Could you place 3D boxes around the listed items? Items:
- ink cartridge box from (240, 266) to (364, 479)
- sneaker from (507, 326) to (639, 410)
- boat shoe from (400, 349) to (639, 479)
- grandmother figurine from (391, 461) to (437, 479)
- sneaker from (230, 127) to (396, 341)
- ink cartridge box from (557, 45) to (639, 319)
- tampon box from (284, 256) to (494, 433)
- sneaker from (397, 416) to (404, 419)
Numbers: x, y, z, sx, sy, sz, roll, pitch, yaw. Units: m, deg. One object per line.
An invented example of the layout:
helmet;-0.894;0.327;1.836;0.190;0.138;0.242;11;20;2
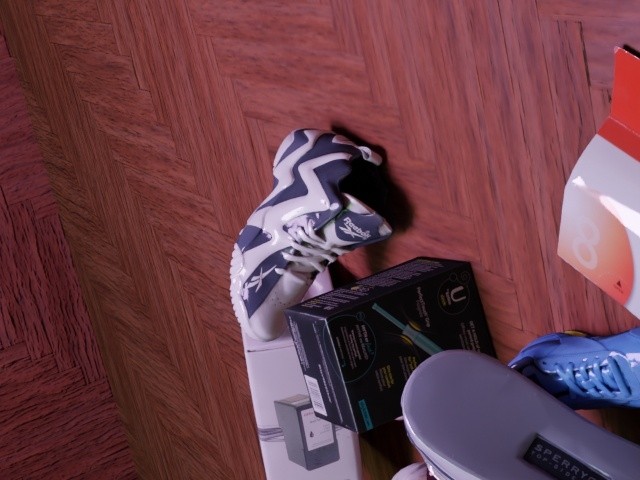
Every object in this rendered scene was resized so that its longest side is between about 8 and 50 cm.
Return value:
ink cartridge box;-0.024;0.176;1.487;0.198;0.115;0.272;-106;7;-60
sneaker;0.219;0.110;1.003;0.209;0.082;0.069;-12;96;66
boat shoe;0.217;0.239;1.003;0.367;0.136;0.156;32;159;21
grandmother figurine;0.161;0.263;1.247;0.342;0.104;0.207;-23;79;65
sneaker;0.000;0.000;1.299;0.094;0.235;0.153;31;168;-37
ink cartridge box;0.235;-0.027;0.896;0.145;0.045;0.179;45;150;44
tampon box;0.068;0.098;1.225;0.101;0.161;0.120;6;113;65
sneaker;0.074;0.180;1.428;0.134;0.051;0.070;-136;34;-55
